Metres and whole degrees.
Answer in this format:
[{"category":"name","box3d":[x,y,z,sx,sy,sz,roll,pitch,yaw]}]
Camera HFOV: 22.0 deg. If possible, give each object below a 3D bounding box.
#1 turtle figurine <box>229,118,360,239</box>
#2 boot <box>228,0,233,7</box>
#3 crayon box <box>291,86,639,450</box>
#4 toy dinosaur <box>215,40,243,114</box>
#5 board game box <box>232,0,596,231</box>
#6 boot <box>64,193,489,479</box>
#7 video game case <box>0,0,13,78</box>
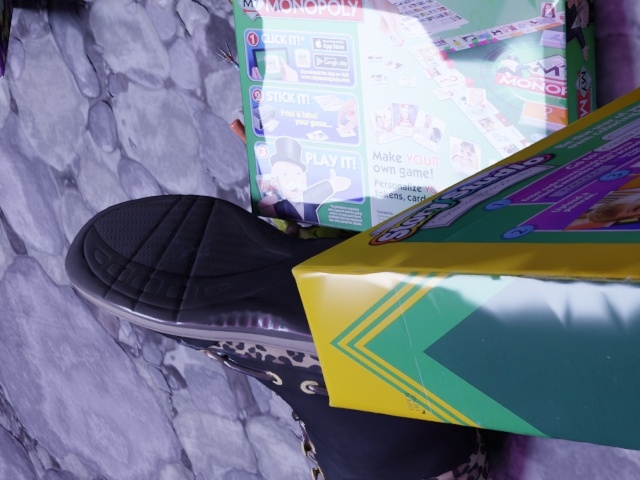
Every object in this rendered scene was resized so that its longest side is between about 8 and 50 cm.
[{"category":"turtle figurine","box3d":[0.000,0.000,1.511,0.217,0.087,0.269,-18,94,53]},{"category":"boot","box3d":[-0.014,-0.216,1.424,0.106,0.082,0.219,-31,86,37]},{"category":"crayon box","box3d":[0.219,-0.004,0.987,0.313,0.363,0.106,0,112,52]},{"category":"toy dinosaur","box3d":[-0.051,-0.157,1.522,0.090,0.047,0.082,35,127,20]},{"category":"board game box","box3d":[0.070,-0.107,1.314,0.317,0.046,0.213,9,111,36]},{"category":"boot","box3d":[-0.027,0.106,1.461,0.377,0.138,0.284,8,144,24]},{"category":"video game case","box3d":[-0.362,-0.313,1.725,0.210,0.042,0.232,-103,8,-61]}]
